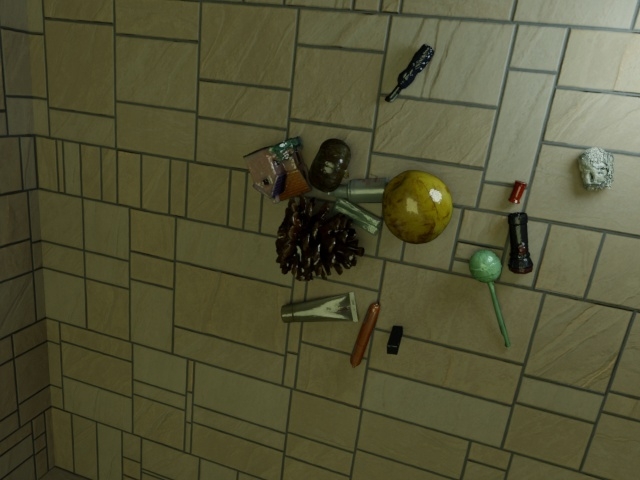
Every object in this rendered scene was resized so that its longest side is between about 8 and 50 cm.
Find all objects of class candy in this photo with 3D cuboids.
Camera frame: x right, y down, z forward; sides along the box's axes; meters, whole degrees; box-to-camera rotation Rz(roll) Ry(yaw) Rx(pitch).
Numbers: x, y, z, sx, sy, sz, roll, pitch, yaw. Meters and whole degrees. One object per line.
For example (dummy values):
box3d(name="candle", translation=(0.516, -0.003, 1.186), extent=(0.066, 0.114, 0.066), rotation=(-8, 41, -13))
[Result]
box3d(name="candy", translation=(0.698, 0.240, 1.857), extent=(0.119, 0.119, 0.439), rotation=(-16, 106, 21))

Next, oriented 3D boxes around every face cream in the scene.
box3d(name="face cream", translation=(0.154, -0.202, 1.900), extent=(0.252, 0.101, 0.101), rotation=(0, 104, 18))
box3d(name="face cream", translation=(-0.007, 0.316, 2.107), extent=(0.342, 0.084, 0.137), rotation=(-7, 93, 12))

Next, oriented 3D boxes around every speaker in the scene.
box3d(name="speaker", translation=(0.314, 0.417, 1.965), extent=(0.046, 0.191, 0.040), rotation=(2, 106, 16))

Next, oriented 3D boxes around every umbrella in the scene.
box3d(name="umbrella", translation=(0.336, -0.619, 1.755), extent=(0.071, 0.071, 0.248), rotation=(38, 116, 5))

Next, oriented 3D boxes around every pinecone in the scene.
box3d(name="pinecone", translation=(0.000, 0.000, 1.894), extent=(0.385, 0.384, 0.384), rotation=(5, 106, 16))

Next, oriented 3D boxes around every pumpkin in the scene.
box3d(name="pumpkin", translation=(0.046, -0.289, 1.857), extent=(0.162, 0.219, 0.219), rotation=(23, 112, -13))

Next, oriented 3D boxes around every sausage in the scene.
box3d(name="sausage", translation=(0.196, 0.424, 2.078), extent=(0.053, 0.053, 0.347), rotation=(21, 109, 11))

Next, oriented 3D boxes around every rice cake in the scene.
box3d(name="rice cake", translation=(0.155, -0.105, 1.957), extent=(0.222, 0.042, 0.080), rotation=(30, 107, 9))

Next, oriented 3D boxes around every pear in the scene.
box3d(name="pear", translation=(0.362, -0.130, 1.763), extent=(0.281, 0.281, 0.280), rotation=(5, 106, 16))

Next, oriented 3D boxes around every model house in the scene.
box3d(name="model house", translation=(-0.159, -0.279, 1.910), extent=(0.202, 0.237, 0.237), rotation=(-15, 103, 16))

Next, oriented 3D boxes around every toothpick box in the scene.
box3d(name="toothpick box", translation=(0.739, -0.181, 1.749), extent=(0.047, 0.047, 0.083), rotation=(19, 110, 12))

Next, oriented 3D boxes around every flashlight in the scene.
box3d(name="flashlight", translation=(0.758, 0.008, 1.773), extent=(0.093, 0.093, 0.231), rotation=(-4, 103, 18))

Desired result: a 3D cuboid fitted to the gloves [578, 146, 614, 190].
box3d(name="gloves", translation=(0.977, -0.254, 1.641), extent=(0.115, 0.070, 0.153), rotation=(-11, 99, 20))
